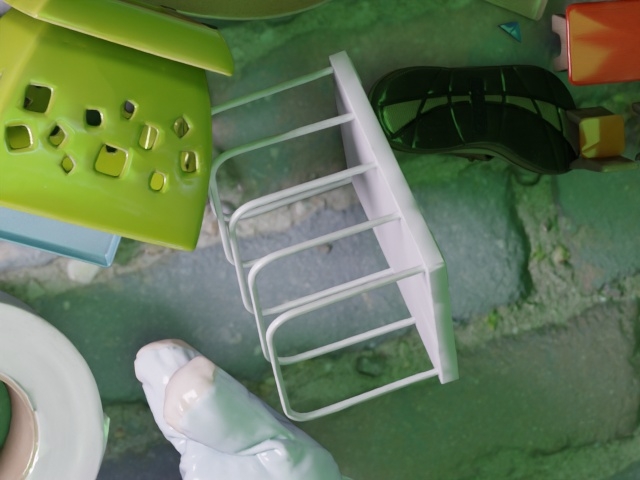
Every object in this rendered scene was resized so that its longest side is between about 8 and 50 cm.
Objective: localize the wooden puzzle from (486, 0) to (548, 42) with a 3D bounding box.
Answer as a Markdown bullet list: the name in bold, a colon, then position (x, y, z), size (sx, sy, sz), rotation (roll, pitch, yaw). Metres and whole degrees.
- **wooden puzzle**: position (0.208, -0.273, 2.006), size (0.078, 0.014, 0.116), rotation (26, 92, -13)

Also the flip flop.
- **flip flop**: position (0.156, -0.123, 1.976), size (0.277, 0.080, 0.112), rotation (1, 85, -32)

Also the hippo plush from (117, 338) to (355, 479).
- **hippo plush**: position (-0.112, 0.264, 1.893), size (0.294, 0.234, 0.236), rotation (38, 85, -9)

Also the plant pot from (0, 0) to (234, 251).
- **plant pot**: position (-0.216, -0.131, 1.796), size (0.227, 0.228, 0.207), rotation (15, 98, -23)

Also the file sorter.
- **file sorter**: position (0.000, 0.000, 1.837), size (0.173, 0.278, 0.193), rotation (-18, 143, -6)

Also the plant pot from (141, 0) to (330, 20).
- **plant pot**: position (-0.089, -0.360, 1.804), size (0.284, 0.284, 0.191), rotation (11, 66, -16)

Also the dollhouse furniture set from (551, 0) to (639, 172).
- **dollhouse furniture set**: position (0.369, -0.207, 1.949), size (0.259, 0.135, 0.262), rotation (-7, 99, -14)

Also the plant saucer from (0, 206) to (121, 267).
- **plant saucer**: position (-0.290, -0.026, 1.907), size (0.192, 0.018, 0.067), rotation (15, 115, -17)

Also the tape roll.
- **tape roll**: position (-0.356, 0.185, 1.872), size (0.286, 0.100, 0.286), rotation (-4, 101, -22)
